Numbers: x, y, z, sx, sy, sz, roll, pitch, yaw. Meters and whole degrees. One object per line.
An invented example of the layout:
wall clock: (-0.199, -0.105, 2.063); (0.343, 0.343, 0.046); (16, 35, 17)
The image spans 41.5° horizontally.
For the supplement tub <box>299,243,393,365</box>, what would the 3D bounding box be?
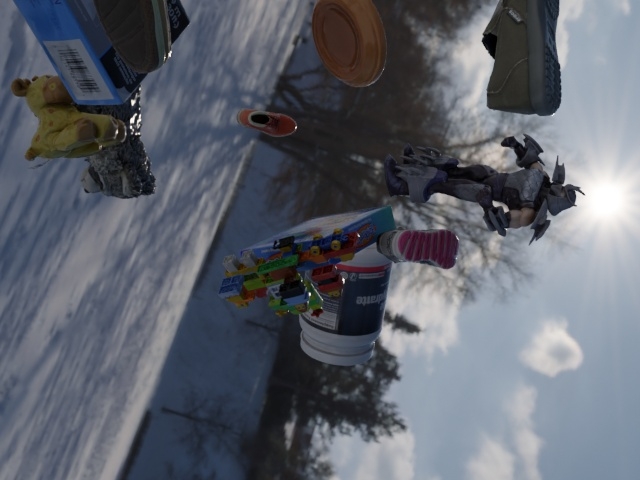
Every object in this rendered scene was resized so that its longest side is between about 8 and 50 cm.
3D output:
supplement tub: (0.054, 0.119, 1.879); (0.191, 0.191, 0.272); (-86, -177, -71)

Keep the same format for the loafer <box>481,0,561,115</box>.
loafer: (0.224, -0.254, 0.976); (0.094, 0.087, 0.251); (42, 47, -51)

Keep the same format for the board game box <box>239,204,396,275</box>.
board game box: (0.000, 0.000, 1.316); (0.210, 0.160, 0.047); (-27, 106, -53)

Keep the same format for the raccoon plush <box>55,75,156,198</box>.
raccoon plush: (-0.428, -0.299, 1.900); (0.446, 0.299, 0.216); (-50, 175, 27)

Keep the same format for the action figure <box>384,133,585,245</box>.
action figure: (0.244, -0.083, 1.242); (0.185, 0.284, 0.099); (-51, 142, -45)

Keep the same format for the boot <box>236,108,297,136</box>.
boot: (-0.121, -0.291, 2.093); (0.084, 0.157, 0.059); (15, -82, 63)

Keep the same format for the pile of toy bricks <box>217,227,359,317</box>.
pile of toy bricks: (-0.035, 0.067, 1.169); (0.212, 0.105, 0.118); (-15, -142, 24)

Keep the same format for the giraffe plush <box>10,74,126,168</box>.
giraffe plush: (-0.513, -0.253, 1.672); (0.181, 0.210, 0.171); (-13, 86, -82)

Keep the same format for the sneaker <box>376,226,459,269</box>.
sneaker: (0.150, 0.009, 1.315); (0.074, 0.170, 0.063); (7, -89, 44)

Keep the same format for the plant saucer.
plant saucer: (0.044, -0.378, 1.568); (0.037, 0.200, 0.200); (-27, 162, -29)

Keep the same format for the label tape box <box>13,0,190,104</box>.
label tape box: (-0.327, -0.425, 1.375); (0.348, 0.115, 0.249); (-60, 142, -35)

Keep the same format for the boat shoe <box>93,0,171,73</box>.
boat shoe: (-0.161, -0.244, 0.737); (0.072, 0.068, 0.190); (-32, 113, -50)
